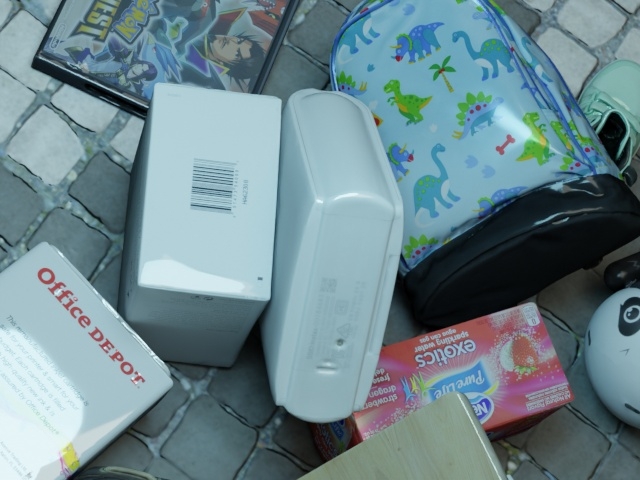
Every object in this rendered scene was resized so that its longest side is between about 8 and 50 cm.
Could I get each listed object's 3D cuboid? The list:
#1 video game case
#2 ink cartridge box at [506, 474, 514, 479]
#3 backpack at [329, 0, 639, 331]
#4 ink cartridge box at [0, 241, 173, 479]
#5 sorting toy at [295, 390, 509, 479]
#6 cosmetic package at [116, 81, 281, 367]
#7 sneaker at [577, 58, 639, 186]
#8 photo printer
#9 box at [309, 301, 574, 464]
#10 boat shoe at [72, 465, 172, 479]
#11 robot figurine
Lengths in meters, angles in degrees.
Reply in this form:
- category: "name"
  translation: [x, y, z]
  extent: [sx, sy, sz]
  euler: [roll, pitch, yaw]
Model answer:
- category: "video game case"
  translation: [-0.164, -0.261, 2.168]
  extent: [0.248, 0.035, 0.275]
  euler: [25, 64, -8]
- category: "ink cartridge box"
  translation: [0.176, 0.359, 1.985]
  extent: [0.128, 0.127, 0.176]
  euler: [-29, 80, -25]
- category: "backpack"
  translation: [0.154, -0.124, 2.098]
  extent: [0.273, 0.290, 0.355]
  euler: [34, 34, -54]
- category: "ink cartridge box"
  translation: [-0.319, 0.168, 1.899]
  extent: [0.201, 0.117, 0.278]
  euler: [47, 63, 4]
- category: "sorting toy"
  translation: [0.098, 0.322, 1.866]
  extent: [0.255, 0.089, 0.257]
  euler: [-32, 70, 16]
- category: "cosmetic package"
  translation: [-0.131, -0.011, 1.971]
  extent: [0.138, 0.224, 0.224]
  euler: [6, 67, -9]
- category: "sneaker"
  translation: [0.349, -0.135, 2.226]
  extent: [0.094, 0.151, 0.256]
  euler: [31, 62, -3]
- category: "photo printer"
  translation: [0.000, 0.000, 1.927]
  extent: [0.107, 0.256, 0.307]
  euler: [6, 27, -10]
- category: "box"
  translation: [0.124, 0.170, 2.043]
  extent: [0.257, 0.128, 0.122]
  euler: [-15, 75, -24]
- category: "boat shoe"
  translation: [-0.093, 0.290, 1.822]
  extent: [0.355, 0.132, 0.130]
  euler: [17, 38, 4]
- category: "robot figurine"
  translation: [0.432, 0.109, 2.143]
  extent: [0.278, 0.209, 0.173]
  euler: [-18, 109, -24]
